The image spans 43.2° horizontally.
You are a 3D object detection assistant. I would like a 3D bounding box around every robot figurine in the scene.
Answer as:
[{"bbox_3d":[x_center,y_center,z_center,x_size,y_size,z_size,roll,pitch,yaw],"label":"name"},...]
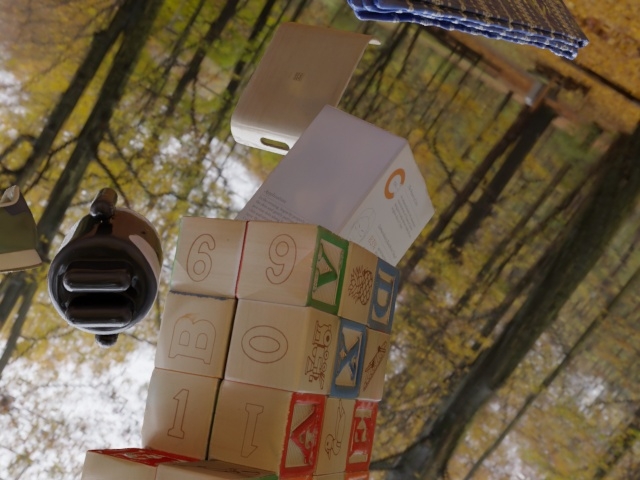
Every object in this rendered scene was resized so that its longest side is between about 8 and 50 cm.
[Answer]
[{"bbox_3d":[-0.349,0.046,1.319,0.173,0.209,0.278,39,-169,-18],"label":"robot figurine"}]

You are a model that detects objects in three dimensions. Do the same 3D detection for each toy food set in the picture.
[{"bbox_3d":[-0.029,-0.318,1.697,0.220,0.306,0.092,18,164,27],"label":"toy food set"}]

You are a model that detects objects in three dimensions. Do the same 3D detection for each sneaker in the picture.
[{"bbox_3d":[-0.336,-0.009,0.693,0.064,0.086,0.192,-6,180,44],"label":"sneaker"}]

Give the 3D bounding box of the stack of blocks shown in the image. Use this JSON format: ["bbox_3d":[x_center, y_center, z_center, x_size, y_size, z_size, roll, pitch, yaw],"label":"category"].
[{"bbox_3d":[-0.044,0.141,0.439,0.087,0.297,0.171,5,170,25],"label":"stack of blocks"}]

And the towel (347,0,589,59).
[{"bbox_3d":[0.123,-0.302,0.845,0.336,0.040,0.243,-1,-121,-40],"label":"towel"}]

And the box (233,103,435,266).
[{"bbox_3d":[0.000,0.000,1.269,0.168,0.345,0.215,30,166,31],"label":"box"}]
